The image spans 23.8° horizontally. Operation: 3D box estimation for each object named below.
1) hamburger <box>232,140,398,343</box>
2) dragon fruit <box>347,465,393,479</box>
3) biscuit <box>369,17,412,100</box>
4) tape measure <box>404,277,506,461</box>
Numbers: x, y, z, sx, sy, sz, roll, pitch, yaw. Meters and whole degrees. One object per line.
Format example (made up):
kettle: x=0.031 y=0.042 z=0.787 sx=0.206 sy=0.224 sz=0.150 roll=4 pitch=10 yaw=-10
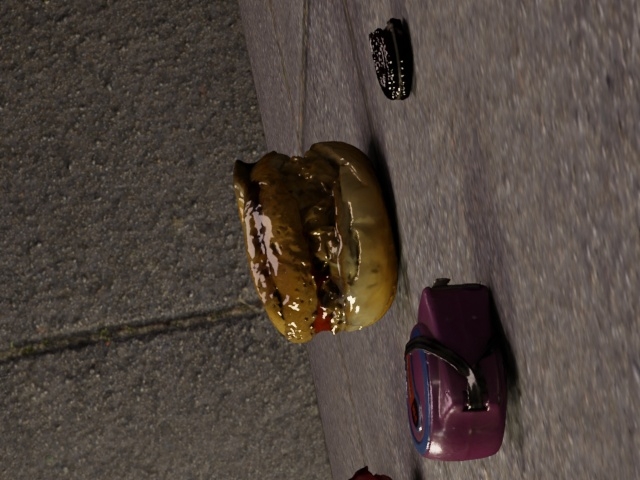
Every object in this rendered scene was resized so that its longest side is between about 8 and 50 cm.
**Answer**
hamburger: x=0.000 y=0.000 z=1.719 sx=0.244 sy=0.163 sz=0.244 roll=-16 pitch=-90 yaw=-89
dragon fruit: x=0.071 y=0.394 z=1.860 sx=0.189 sy=0.163 sz=0.262 roll=47 pitch=167 yaw=19
biscuit: x=0.063 y=-0.167 z=1.364 sx=0.087 sy=0.027 sz=0.089 roll=83 pitch=174 yaw=-45
tape measure: x=0.106 y=0.107 z=1.168 sx=0.125 sy=0.074 sz=0.118 roll=95 pitch=170 yaw=-56
